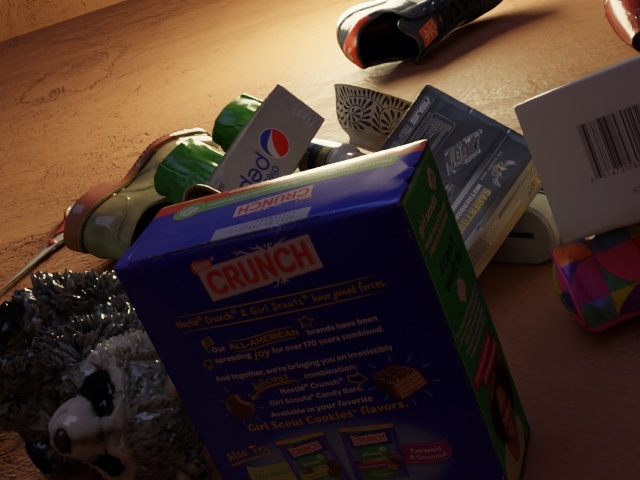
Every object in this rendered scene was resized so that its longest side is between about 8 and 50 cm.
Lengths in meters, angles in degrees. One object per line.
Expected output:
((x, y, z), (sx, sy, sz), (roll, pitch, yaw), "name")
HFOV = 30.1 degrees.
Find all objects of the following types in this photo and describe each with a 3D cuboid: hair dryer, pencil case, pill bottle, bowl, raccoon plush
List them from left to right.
((-0.165, 0.111, 1.347), (0.299, 0.216, 0.446), (5, 36, 32), "raccoon plush")
((0.023, -0.114, 1.767), (0.067, 0.067, 0.120), (-35, 27, -23), "pill bottle")
((0.089, -0.172, 1.781), (0.170, 0.170, 0.080), (20, 92, 56), "bowl")
((0.353, 0.015, 1.202), (0.236, 0.104, 0.104), (-20, 25, 6), "pencil case")
((0.545, -0.371, 1.822), (0.293, 0.080, 0.224), (-39, 30, -30), "hair dryer")

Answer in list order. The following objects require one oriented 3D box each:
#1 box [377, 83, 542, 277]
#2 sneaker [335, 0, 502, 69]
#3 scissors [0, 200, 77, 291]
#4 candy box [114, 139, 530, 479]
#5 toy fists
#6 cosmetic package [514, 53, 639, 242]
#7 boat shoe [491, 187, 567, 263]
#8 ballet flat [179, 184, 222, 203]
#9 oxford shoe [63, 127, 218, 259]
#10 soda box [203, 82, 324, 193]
((0.130, -0.044, 1.366), (0.183, 0.056, 0.231), (35, 90, 36), "box")
((0.201, -0.399, 2.133), (0.350, 0.131, 0.148), (-25, 31, 9), "sneaker")
((-0.429, -0.005, 1.988), (0.109, 0.021, 0.297), (-9, 27, 24), "scissors")
((0.011, 0.099, 1.061), (0.268, 0.317, 0.122), (-12, 27, 22), "candy box")
((-0.123, -0.118, 1.833), (0.142, 0.096, 0.279), (25, 45, 22), "toy fists")
((0.384, -0.133, 1.239), (0.197, 0.155, 0.365), (-19, 1, 41), "cosmetic package")
((0.173, -0.043, 1.474), (0.335, 0.121, 0.119), (13, 35, 36), "boat shoe")
((-0.055, 0.012, 1.364), (0.116, 0.124, 0.342), (-32, 38, -28), "ballet flat")
((-0.249, -0.064, 1.888), (0.130, 0.123, 0.348), (22, 43, 21), "oxford shoe")
((-0.105, -0.083, 1.680), (0.098, 0.091, 0.286), (-41, 16, 55), "soda box")
